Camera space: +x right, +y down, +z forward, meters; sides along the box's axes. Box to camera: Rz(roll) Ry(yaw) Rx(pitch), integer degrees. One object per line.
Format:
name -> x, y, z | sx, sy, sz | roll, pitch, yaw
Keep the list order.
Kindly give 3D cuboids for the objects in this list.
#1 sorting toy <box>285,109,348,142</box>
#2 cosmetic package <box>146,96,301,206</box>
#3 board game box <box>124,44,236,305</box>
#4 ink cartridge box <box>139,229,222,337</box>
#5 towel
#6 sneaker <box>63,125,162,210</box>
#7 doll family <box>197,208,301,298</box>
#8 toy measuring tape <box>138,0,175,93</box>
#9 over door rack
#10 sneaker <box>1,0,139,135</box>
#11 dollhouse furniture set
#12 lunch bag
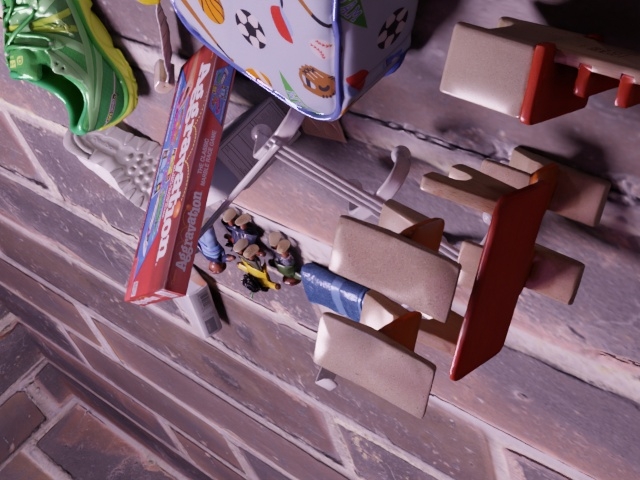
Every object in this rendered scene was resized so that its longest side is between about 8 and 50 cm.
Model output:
sorting toy -> -0.011, -0.132, 0.961 | 0.083, 0.012, 0.062 | 17, 149, 38
cosmetic package -> -0.120, -0.090, 1.089 | 0.060, 0.099, 0.239 | 50, 155, -13
board game box -> -0.146, -0.074, 0.972 | 0.027, 0.281, 0.145 | 17, 165, -25
ink cartridge box -> -0.245, 0.070, 1.614 | 0.179, 0.045, 0.145 | 50, 162, 33
towel -> 0.026, 0.073, 1.208 | 0.119, 0.029, 0.067 | 24, 148, 36
sneaker -> -0.264, -0.097, 1.328 | 0.235, 0.090, 0.095 | 37, 167, 23
doll family -> -0.106, 0.022, 1.282 | 0.193, 0.076, 0.111 | 34, 158, 31
toy measuring tape -> -0.219, -0.269, 0.926 | 0.121, 0.121, 0.330 | 35, 153, 18
over door rack -> 0.000, 0.000, 0.944 | 0.239, 0.108, 0.324 | 31, 136, -12
sneaker -> -0.341, -0.257, 1.123 | 0.109, 0.123, 0.295 | 3, 133, 55
dollhouse furniture set -> 0.142, -0.019, 0.660 | 0.135, 0.262, 0.259 | 25, 118, 30
lunch bag -> -0.036, -0.252, 0.697 | 0.243, 0.115, 0.303 | 40, 154, 21
